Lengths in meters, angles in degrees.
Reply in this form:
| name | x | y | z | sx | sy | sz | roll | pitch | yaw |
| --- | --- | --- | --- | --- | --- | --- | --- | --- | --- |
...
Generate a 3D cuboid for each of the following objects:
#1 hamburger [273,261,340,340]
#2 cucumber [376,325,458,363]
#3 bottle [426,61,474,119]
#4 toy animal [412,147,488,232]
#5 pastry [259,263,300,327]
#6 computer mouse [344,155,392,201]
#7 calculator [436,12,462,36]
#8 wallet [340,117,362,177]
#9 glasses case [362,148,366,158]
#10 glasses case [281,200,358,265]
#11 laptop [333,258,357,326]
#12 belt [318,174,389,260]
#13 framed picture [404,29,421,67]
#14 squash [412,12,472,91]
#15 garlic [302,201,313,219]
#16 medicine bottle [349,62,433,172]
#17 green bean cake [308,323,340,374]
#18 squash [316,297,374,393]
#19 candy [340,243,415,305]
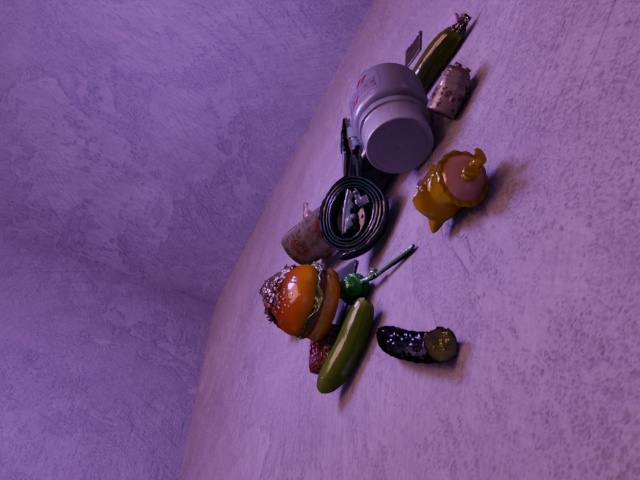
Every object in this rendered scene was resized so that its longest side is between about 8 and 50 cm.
| name | x | y | z | sx | sy | sz | roll | pitch | yaw |
| --- | --- | --- | --- | --- | --- | --- | --- | --- | --- |
| hamburger | -0.049 | 0.176 | 1.676 | 0.246 | 0.170 | 0.245 | -165 | 90 | -80 |
| cucumber | 0.194 | 0.230 | 1.240 | 0.303 | 0.072 | 0.081 | 156 | 134 | -69 |
| bottle | 0.370 | -0.425 | 1.572 | 0.152 | 0.099 | 0.099 | -65 | 15 | 11 |
| toy animal | 0.305 | -0.125 | 1.292 | 0.230 | 0.156 | 0.156 | 122 | 166 | -66 |
| pastry | -0.131 | 0.215 | 2.146 | 0.274 | 0.193 | 0.274 | -56 | 17 | 28 |
| computer mouse | 0.127 | -0.168 | 1.985 | 0.373 | 0.114 | 0.203 | -57 | 18 | 31 |
| calculator | 0.426 | -0.693 | 1.899 | 0.175 | 0.032 | 0.100 | -53 | 20 | 40 |
| wallet | 0.103 | -0.289 | 1.878 | 0.250 | 0.075 | 0.176 | -87 | -4 | -50 |
| glasses case | 0.212 | -0.380 | 2.080 | 0.336 | 0.076 | 0.144 | -58 | 17 | 29 |
| glasses case | -0.005 | -0.022 | 1.995 | 0.098 | 0.156 | 0.425 | -48 | 8 | -34 |
| laptop | 0.053 | 0.203 | 1.873 | 0.188 | 0.015 | 0.269 | -39 | 31 | 59 |
| belt | 0.103 | -0.067 | 1.747 | 0.116 | 0.207 | 0.267 | 20 | -92 | -72 |
| framed picture | 0.369 | -0.760 | 2.236 | 0.109 | 0.011 | 0.149 | -50 | 22 | 46 |
| squash | 0.376 | -0.599 | 1.838 | 0.331 | 0.087 | 0.087 | -53 | 20 | 38 |
| garlic | -0.032 | -0.108 | 2.503 | 0.174 | 0.099 | 0.124 | -146 | 60 | -79 |
| medicine bottle | 0.221 | -0.377 | 1.726 | 0.245 | 0.245 | 0.306 | -55 | 27 | 36 |
| green bean cake | 0.010 | 0.334 | 1.727 | 0.135 | 0.056 | 0.135 | 127 | 154 | -47 |
| squash | 0.076 | 0.293 | 1.535 | 0.292 | 0.082 | 0.082 | -64 | 15 | 4 |
| candy | 0.162 | 0.090 | 1.591 | 0.323 | 0.097 | 0.097 | -41 | 29 | 42 |
